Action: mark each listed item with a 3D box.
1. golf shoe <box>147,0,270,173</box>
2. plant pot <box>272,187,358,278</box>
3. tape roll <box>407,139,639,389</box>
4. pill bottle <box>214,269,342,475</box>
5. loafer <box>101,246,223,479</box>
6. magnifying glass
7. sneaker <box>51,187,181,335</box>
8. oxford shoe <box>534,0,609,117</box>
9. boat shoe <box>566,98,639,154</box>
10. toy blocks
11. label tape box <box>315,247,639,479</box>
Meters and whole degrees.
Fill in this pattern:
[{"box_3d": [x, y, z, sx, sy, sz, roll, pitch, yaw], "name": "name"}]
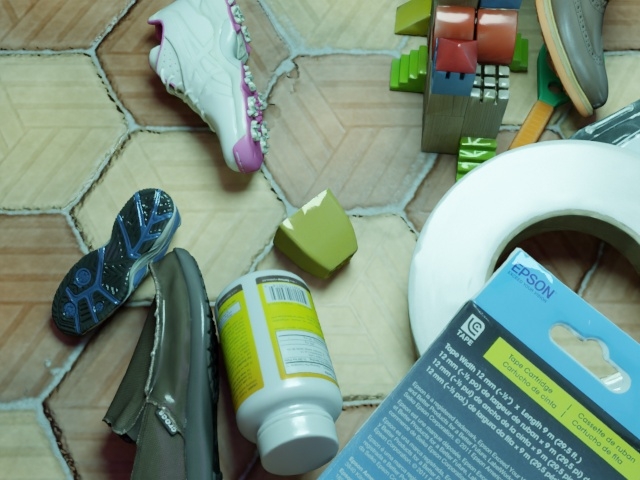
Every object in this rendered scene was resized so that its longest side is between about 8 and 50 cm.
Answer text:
[{"box_3d": [-0.152, -0.210, 1.176, 0.140, 0.115, 0.306, -16, 60, 3], "name": "golf shoe"}, {"box_3d": [0.000, 0.000, 1.092, 0.081, 0.081, 0.083, -38, 84, -17], "name": "plant pot"}, {"box_3d": [0.297, 0.071, 1.031, 0.392, 0.072, 0.391, -1, 74, 5], "name": "tape roll"}, {"box_3d": [-0.045, 0.145, 0.974, 0.117, 0.117, 0.215, -12, 50, -7], "name": "pill bottle"}, {"box_3d": [-0.180, 0.178, 0.973, 0.130, 0.133, 0.365, -3, 66, -3], "name": "loafer"}, {"box_3d": [0.322, -0.203, 1.221, 0.092, 0.026, 0.231, 29, 66, 11], "name": "magnifying glass"}, {"box_3d": [-0.241, 0.034, 1.073, 0.080, 0.081, 0.211, 41, 89, 14], "name": "sneaker"}, {"box_3d": [0.339, -0.340, 1.120, 0.133, 0.130, 0.363, -10, 104, 19], "name": "oxford shoe"}, {"box_3d": [0.471, -0.178, 1.166, 0.306, 0.113, 0.105, -33, 64, 2], "name": "boat shoe"}, {"box_3d": [0.194, -0.298, 1.125, 0.191, 0.261, 0.381, 5, 67, 3], "name": "toy blocks"}, {"box_3d": [0.188, 0.220, 0.907, 0.249, 0.115, 0.347, 41, 94, 16], "name": "label tape box"}]
